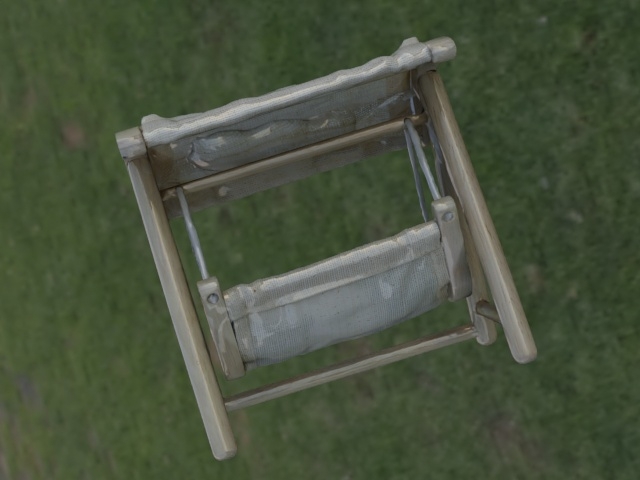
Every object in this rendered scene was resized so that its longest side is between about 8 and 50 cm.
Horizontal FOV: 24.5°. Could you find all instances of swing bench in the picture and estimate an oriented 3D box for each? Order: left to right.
[{"bbox_3d":[0.000,0.000,1.129,0.165,0.253,0.255,-165,58,-83],"label":"swing bench"}]
